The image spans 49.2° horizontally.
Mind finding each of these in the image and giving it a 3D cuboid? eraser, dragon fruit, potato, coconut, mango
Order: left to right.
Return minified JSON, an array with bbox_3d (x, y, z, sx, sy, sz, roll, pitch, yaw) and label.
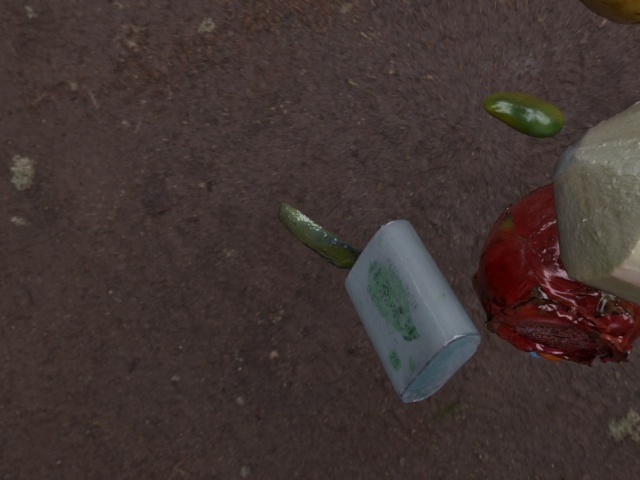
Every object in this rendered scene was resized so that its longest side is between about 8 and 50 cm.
[{"bbox_3d":[0.000,0.000,1.260,0.198,0.119,0.054,32,93,-39],"label":"potato"},{"bbox_3d":[0.133,0.105,1.070,0.174,0.081,0.227,-60,41,36],"label":"eraser"},{"bbox_3d":[0.491,-0.309,1.672,0.191,0.122,0.085,32,134,17],"label":"mango"},{"bbox_3d":[0.405,0.052,1.131,0.296,0.301,0.295,28,144,22],"label":"dragon fruit"},{"bbox_3d":[0.377,-0.042,0.779,0.244,0.239,0.239,22,104,-7],"label":"coconut"}]

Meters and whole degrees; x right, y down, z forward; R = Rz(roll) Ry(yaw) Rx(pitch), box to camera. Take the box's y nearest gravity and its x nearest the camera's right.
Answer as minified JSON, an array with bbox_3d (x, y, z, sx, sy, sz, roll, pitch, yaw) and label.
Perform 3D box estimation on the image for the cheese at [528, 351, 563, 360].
[{"bbox_3d":[0.542,0.200,1.453,0.106,0.037,0.256,43,134,-20],"label":"cheese"}]

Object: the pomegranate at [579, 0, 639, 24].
[{"bbox_3d":[0.384,-0.352,0.839,0.196,0.196,0.196,2,100,13],"label":"pomegranate"}]
